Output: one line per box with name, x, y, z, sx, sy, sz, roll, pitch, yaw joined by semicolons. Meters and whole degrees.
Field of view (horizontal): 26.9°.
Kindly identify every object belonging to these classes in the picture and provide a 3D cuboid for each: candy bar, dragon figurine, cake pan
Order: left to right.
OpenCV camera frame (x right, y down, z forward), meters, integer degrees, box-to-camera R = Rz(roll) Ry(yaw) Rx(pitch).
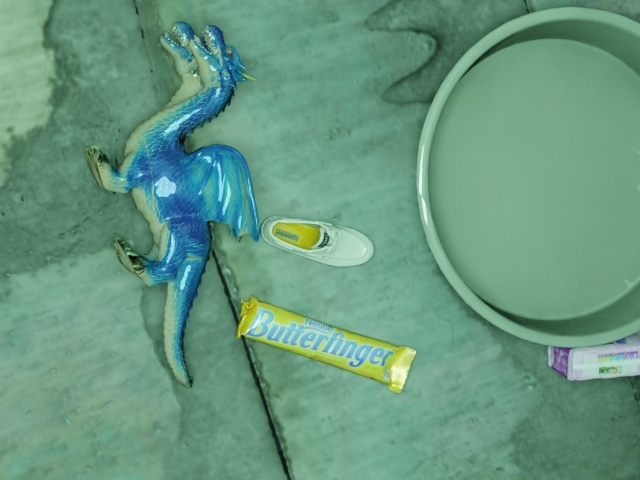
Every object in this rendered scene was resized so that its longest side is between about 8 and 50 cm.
dragon figurine;-0.097;-0.030;1.068;0.144;0.085;0.289;-19;95;-14
candy bar;0.003;0.087;1.134;0.162;0.018;0.040;20;86;-16
cake pan;0.215;-0.055;1.169;0.293;0.054;0.293;-1;92;-15

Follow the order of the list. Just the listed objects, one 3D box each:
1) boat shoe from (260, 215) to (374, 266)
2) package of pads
boat shoe;0.000;0.000;1.121;0.100;0.035;0.035;16;87;-15
package of pads;0.249;0.101;1.185;0.083;0.050;0.032;-4;103;-15
